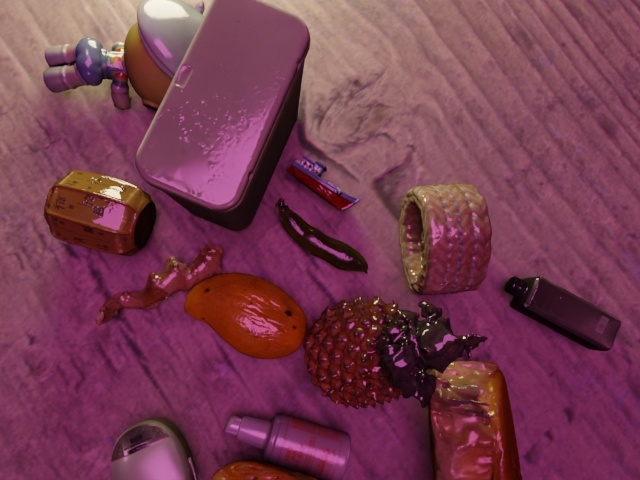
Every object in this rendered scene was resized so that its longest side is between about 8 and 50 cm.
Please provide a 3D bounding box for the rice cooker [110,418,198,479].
[{"bbox_3d":[-0.317,0.449,0.938,0.145,0.127,0.206,-22,88,-6],"label":"rice cooker"}]

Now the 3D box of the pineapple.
[{"bbox_3d":[0.128,0.203,0.883,0.223,0.357,0.223,8,75,-30],"label":"pineapple"}]

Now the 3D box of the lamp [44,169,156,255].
[{"bbox_3d":[-0.443,-0.054,0.980,0.185,0.161,0.161,14,81,1],"label":"lamp"}]

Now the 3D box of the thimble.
[{"bbox_3d":[0.258,-0.003,1.007,0.148,0.196,0.229,-5,82,-7],"label":"thimble"}]

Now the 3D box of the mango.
[{"bbox_3d":[-0.150,0.151,0.995,0.262,0.109,0.157,22,78,-4],"label":"mango"}]

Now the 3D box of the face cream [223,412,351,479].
[{"bbox_3d":[-0.071,0.404,0.974,0.252,0.101,0.101,18,81,-2],"label":"face cream"}]

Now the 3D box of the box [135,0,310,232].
[{"bbox_3d":[-0.161,-0.206,0.926,0.177,0.344,0.352,22,81,0],"label":"box"}]

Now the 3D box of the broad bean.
[{"bbox_3d":[-0.003,0.003,1.061,0.254,0.046,0.065,35,82,1],"label":"broad bean"}]

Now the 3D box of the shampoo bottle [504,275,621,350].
[{"bbox_3d":[0.525,0.154,1.068,0.246,0.079,0.080,29,80,-1],"label":"shampoo bottle"}]

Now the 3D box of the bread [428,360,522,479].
[{"bbox_3d":[0.309,0.427,0.951,0.183,0.236,0.388,-4,91,11],"label":"bread"}]

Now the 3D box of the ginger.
[{"bbox_3d":[-0.333,0.090,1.009,0.288,0.075,0.089,-25,114,-13],"label":"ginger"}]

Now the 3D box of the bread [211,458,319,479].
[{"bbox_3d":[-0.080,0.478,0.908,0.235,0.210,0.099,3,61,14],"label":"bread"}]

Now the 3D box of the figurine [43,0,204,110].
[{"bbox_3d":[-0.392,-0.364,1.006,0.382,0.205,0.224,-18,78,1],"label":"figurine"}]

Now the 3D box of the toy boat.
[{"bbox_3d":[0.009,-0.127,1.067,0.173,0.069,0.059,36,89,6],"label":"toy boat"}]
